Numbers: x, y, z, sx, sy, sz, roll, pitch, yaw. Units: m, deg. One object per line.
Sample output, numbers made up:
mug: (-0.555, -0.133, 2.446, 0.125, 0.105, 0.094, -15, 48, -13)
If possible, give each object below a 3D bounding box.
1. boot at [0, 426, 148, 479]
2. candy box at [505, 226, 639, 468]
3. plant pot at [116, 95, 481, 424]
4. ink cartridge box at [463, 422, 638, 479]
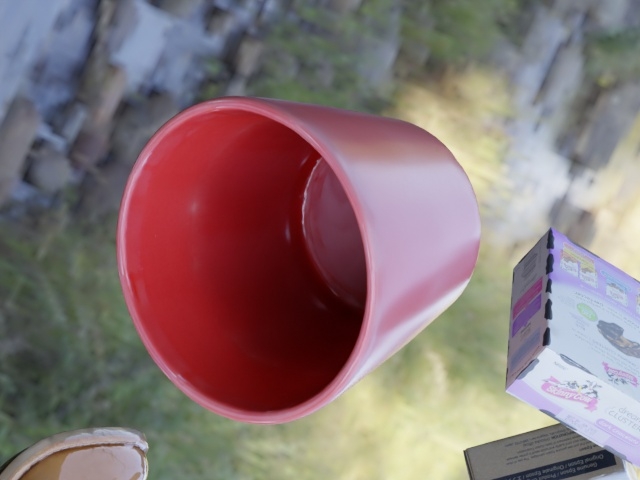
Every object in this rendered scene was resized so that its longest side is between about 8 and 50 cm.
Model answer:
boot: (-0.161, 0.243, 1.188, 0.109, 0.220, 0.283, -39, 170, 30)
candy box: (0.265, 0.102, 1.862, 0.070, 0.165, 0.196, -51, -165, 32)
plant pot: (0.000, 0.000, 1.694, 0.243, 0.275, 0.275, -15, 131, -54)
ink cartridge box: (0.306, 0.311, 2.505, 0.234, 0.193, 0.088, 52, 23, -64)
